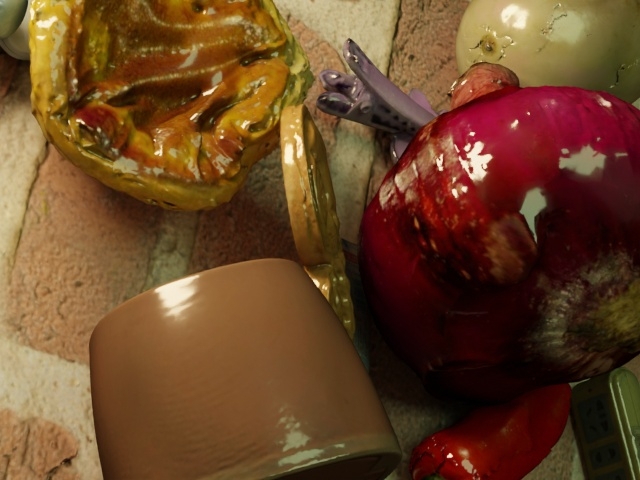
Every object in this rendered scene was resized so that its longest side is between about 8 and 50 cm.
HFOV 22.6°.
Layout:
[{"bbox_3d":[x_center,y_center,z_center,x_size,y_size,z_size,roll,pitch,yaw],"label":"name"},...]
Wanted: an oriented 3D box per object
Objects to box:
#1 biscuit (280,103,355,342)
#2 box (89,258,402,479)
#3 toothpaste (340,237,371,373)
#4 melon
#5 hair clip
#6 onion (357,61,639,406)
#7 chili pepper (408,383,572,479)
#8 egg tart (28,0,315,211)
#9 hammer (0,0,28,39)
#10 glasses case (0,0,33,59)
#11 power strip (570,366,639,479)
[{"bbox_3d":[0.001,0.000,1.683,0.202,0.044,0.289,-37,116,-83],"label":"biscuit"},{"bbox_3d":[-0.087,0.161,1.523,0.301,0.301,0.216,-6,70,-39],"label":"box"},{"bbox_3d":[0.027,0.093,1.804,0.089,0.057,0.234,26,50,-31],"label":"toothpaste"},{"bbox_3d":[0.314,-0.255,2.069,0.317,0.223,0.223,-14,79,-40],"label":"melon"},{"bbox_3d":[0.103,-0.151,1.956,0.278,0.090,0.137,35,39,-30],"label":"hair clip"},{"bbox_3d":[0.208,-0.049,1.804,0.398,0.398,0.420,7,48,-35],"label":"onion"},{"bbox_3d":[0.196,0.236,1.835,0.387,0.110,0.110,-30,89,-47],"label":"chili pepper"},{"bbox_3d":[-0.183,-0.192,1.684,0.339,0.153,0.351,45,52,-28],"label":"egg tart"},{"bbox_3d":[-0.387,-0.206,1.604,0.116,0.069,0.194,27,64,18],"label":"hammer"},{"bbox_3d":[-0.329,-0.276,1.699,0.067,0.045,0.178,-11,78,-39],"label":"glasses case"},{"bbox_3d":[0.382,0.349,1.930,0.066,0.092,0.387,0,70,-37],"label":"power strip"}]
